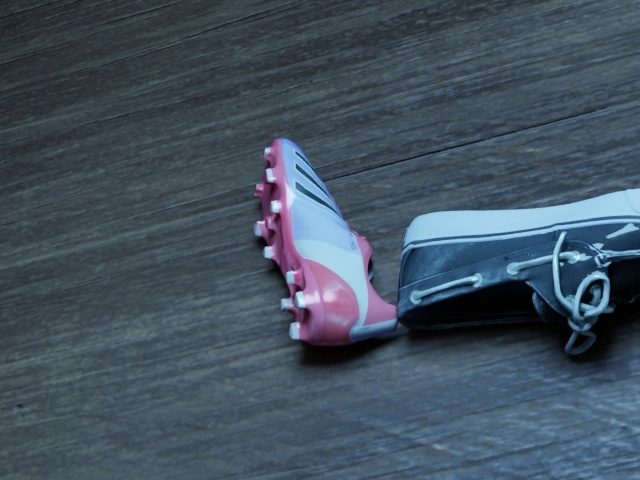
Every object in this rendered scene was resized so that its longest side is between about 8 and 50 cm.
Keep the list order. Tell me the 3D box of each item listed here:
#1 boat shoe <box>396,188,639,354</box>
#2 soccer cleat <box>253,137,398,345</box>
[{"bbox_3d":[0.204,0.029,1.289,0.306,0.113,0.105,-1,59,22],"label":"boat shoe"},{"bbox_3d":[0.000,0.000,1.426,0.095,0.083,0.248,1,41,-16],"label":"soccer cleat"}]
